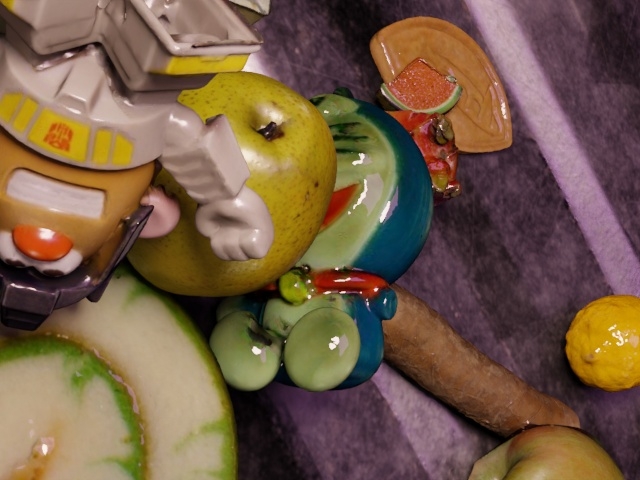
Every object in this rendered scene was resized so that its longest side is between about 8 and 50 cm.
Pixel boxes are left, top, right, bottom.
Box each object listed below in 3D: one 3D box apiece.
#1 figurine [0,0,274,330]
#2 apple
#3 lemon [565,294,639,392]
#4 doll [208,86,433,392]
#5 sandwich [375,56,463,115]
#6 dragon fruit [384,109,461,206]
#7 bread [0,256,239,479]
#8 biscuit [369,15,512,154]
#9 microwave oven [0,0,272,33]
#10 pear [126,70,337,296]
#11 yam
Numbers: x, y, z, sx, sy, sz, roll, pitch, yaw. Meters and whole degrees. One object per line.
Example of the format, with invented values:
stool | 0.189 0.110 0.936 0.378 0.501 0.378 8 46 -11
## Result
figurine | -0.167 -0.070 0.859 0.308 0.308 0.143 55 39 -14
apple | 0.242 0.304 1.327 0.207 0.174 0.188 -42 104 -20
lemon | 0.351 0.120 1.488 0.155 0.114 0.114 -10 85 -51
doll | 0.001 0.000 1.185 0.186 0.198 0.322 39 58 -55
sandwich | 0.110 -0.162 1.392 0.101 0.026 0.069 -38 100 -27
dragon fruit | 0.103 -0.085 1.352 0.147 0.096 0.102 5 80 -36
bread | -0.239 0.167 0.984 0.366 0.129 0.382 -35 96 -45
biscuit | 0.146 -0.180 1.453 0.220 0.029 0.142 38 59 -25
microwave oven | -0.274 -0.282 0.959 0.394 0.333 0.247 16 65 -34
pear | -0.082 -0.050 1.026 0.198 0.198 0.198 11 73 -36
yam | 0.152 0.139 1.350 0.356 0.081 0.081 34 60 -29
